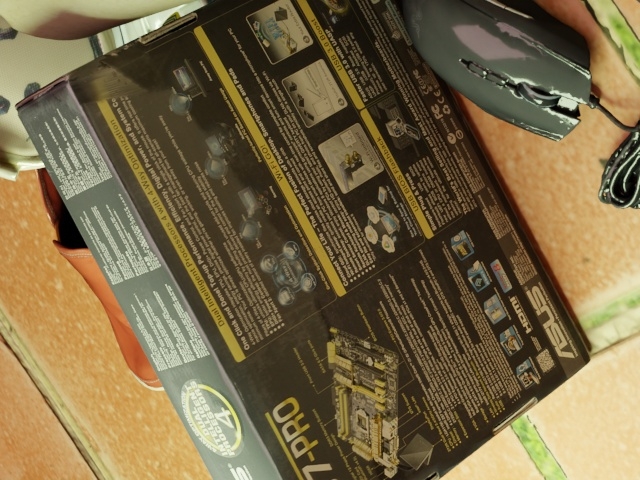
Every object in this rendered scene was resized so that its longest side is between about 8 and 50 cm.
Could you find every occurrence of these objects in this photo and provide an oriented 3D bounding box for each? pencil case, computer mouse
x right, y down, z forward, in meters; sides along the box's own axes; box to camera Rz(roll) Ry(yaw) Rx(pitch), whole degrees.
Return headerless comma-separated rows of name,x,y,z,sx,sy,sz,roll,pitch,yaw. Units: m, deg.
pencil case,-0.286,-0.159,1.619,0.410,0.160,0.183,-148,67,-70
computer mouse,0.156,-0.146,1.353,0.262,0.060,0.184,44,141,16

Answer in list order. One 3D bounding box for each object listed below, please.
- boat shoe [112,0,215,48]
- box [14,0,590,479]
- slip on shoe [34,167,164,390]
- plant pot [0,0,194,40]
boat shoe,-0.111,-0.219,1.535,0.156,0.136,0.367,22,133,38
box,0.000,0.000,1.417,0.097,0.318,0.395,-21,100,51
slip on shoe,-0.209,0.004,1.825,0.123,0.101,0.331,7,122,43
plant pot,-0.110,-0.290,1.279,0.305,0.334,0.333,-20,100,40
